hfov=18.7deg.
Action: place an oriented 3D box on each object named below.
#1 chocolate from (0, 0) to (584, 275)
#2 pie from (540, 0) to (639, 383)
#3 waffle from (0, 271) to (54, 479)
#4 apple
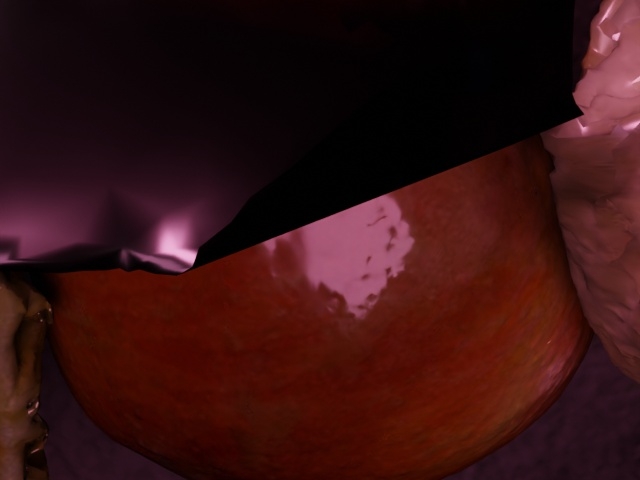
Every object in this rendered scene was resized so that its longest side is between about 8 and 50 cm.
[{"bbox_3d":[-0.085,-0.216,0.418,0.383,0.384,0.331,10,116,1],"label":"chocolate"},{"bbox_3d":[0.205,-0.082,0.550,0.337,0.075,0.337,-14,123,-24],"label":"pie"},{"bbox_3d":[-0.143,-0.007,0.616,0.054,0.204,0.223,-14,132,-25],"label":"waffle"},{"bbox_3d":[0.000,0.000,0.597,0.173,0.195,0.160,0,72,23],"label":"apple"}]
